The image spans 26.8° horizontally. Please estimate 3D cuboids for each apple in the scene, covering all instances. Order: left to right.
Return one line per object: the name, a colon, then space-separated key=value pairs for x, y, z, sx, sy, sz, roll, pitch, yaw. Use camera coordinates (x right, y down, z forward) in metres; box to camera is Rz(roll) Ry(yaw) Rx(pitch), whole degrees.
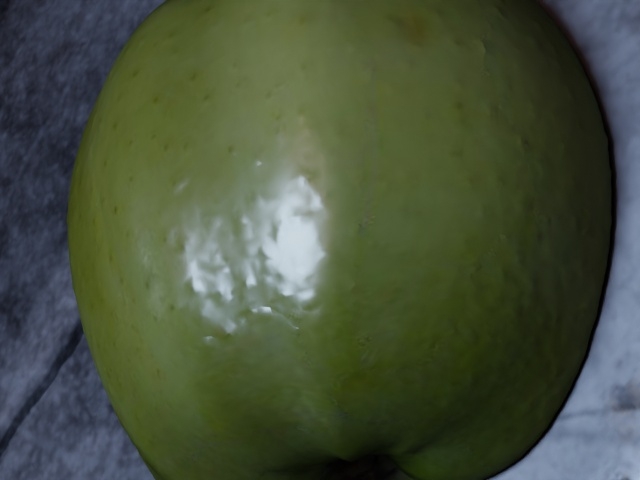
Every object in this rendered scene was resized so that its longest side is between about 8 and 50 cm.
apple: x=0.000 y=0.000 z=0.844 sx=0.320 sy=0.311 sz=0.360 roll=104 pitch=159 yaw=-58
